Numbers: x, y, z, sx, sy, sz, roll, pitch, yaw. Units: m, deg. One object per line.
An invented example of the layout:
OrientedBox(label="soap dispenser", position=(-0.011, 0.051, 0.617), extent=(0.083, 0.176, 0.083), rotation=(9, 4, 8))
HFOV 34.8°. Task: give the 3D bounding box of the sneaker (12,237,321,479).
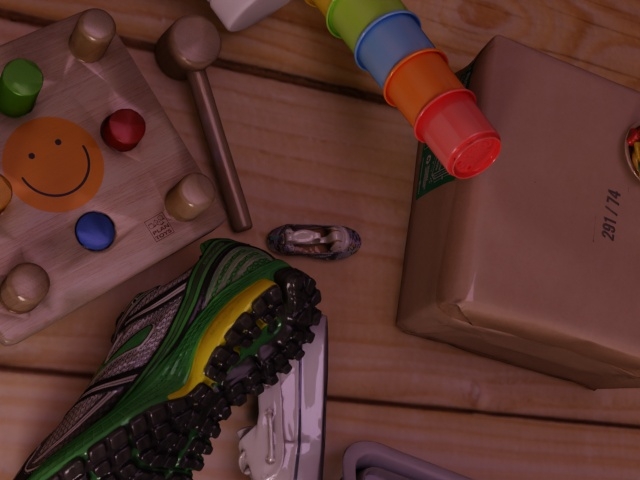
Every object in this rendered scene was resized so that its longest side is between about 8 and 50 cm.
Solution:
OrientedBox(label="sneaker", position=(-0.158, 0.140, 0.968), extent=(0.343, 0.146, 0.134), rotation=(-44, 138, -17))

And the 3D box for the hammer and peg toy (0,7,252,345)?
OrientedBox(label="hammer and peg toy", position=(-0.207, -0.088, 0.989), extent=(0.361, 0.127, 0.266), rotation=(-31, 90, -29))

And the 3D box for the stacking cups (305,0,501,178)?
OrientedBox(label="stacking cups", position=(0.091, -0.201, 1.100), extent=(0.096, 0.096, 0.316), rotation=(-15, 53, -28))

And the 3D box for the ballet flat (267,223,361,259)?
OrientedBox(label="ballet flat", position=(0.000, 0.000, 1.115), extent=(0.114, 0.041, 0.041), rotation=(0, 76, -26))

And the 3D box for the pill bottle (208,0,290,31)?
OrientedBox(label="pill bottle", position=(-0.135, -0.398, 1.075), extent=(0.188, 0.188, 0.334), rotation=(-36, 92, -29))

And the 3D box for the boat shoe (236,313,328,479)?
OrientedBox(label="boat shoe", position=(-0.041, 0.202, 1.014), extent=(0.088, 0.096, 0.268), rotation=(2, 80, 4))

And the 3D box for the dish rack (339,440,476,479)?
OrientedBox(label="dish rack", position=(0.154, 0.361, 1.014), extent=(0.332, 0.072, 0.286), rotation=(25, 31, -18))

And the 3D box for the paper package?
OrientedBox(label="paper package", position=(0.261, -0.021, 1.173), extent=(0.309, 0.168, 0.325), rotation=(18, 70, -21))

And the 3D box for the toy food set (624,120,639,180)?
OrientedBox(label="toy food set", position=(0.375, -0.096, 1.140), extent=(0.083, 0.020, 0.083), rotation=(0, 76, -26))
